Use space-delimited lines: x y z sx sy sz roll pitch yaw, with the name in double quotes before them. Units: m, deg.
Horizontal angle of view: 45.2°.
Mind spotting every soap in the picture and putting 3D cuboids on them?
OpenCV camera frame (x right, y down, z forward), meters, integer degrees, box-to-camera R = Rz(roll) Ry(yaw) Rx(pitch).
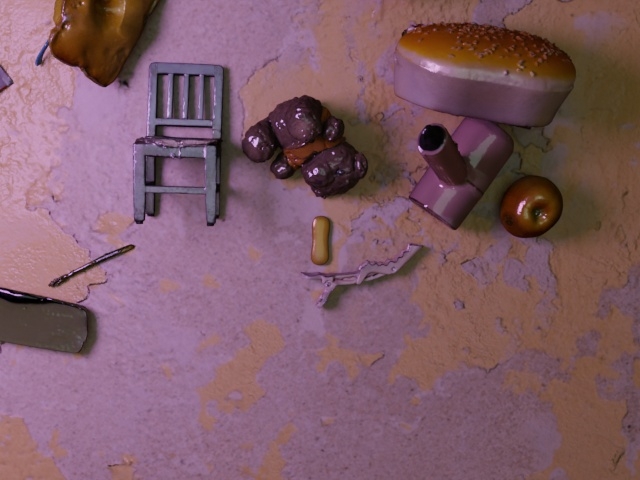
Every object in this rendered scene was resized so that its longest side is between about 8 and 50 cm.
"soap" 0.000 0.000 1.378 0.034 0.012 0.089 3 95 -4

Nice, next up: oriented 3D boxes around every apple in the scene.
"apple" 0.368 -0.059 1.352 0.114 0.102 0.099 -42 98 2

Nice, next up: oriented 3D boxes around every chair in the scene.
"chair" -0.233 -0.164 1.282 0.136 0.147 0.270 3 97 -3

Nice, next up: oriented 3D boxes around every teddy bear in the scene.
"teddy bear" -0.011 -0.157 1.313 0.177 0.140 0.190 -26 111 41

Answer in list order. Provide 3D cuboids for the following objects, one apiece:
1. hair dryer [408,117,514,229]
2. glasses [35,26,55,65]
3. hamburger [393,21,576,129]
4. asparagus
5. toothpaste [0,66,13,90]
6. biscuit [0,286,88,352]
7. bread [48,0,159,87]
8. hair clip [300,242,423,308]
"hair dryer" 0.212 -0.138 1.223 0.107 0.344 0.189 37 94 19
"glasses" -0.499 -0.427 1.294 0.190 0.088 0.220 21 114 -6
"hamburger" 0.264 -0.278 1.264 0.295 0.227 0.151 11 110 -7
"asparagus" -0.405 0.043 1.356 0.166 0.013 0.016 -25 86 -2
"toothpaste" -0.659 -0.200 1.299 0.301 0.048 0.075 -43 69 -5
"biscuit" -0.563 0.124 1.341 0.322 0.038 0.099 11 98 -6
"bread" -0.357 -0.379 1.256 0.088 0.161 0.233 17 80 39
"hair clip" 0.082 0.061 1.380 0.226 0.034 0.072 -16 100 -4
